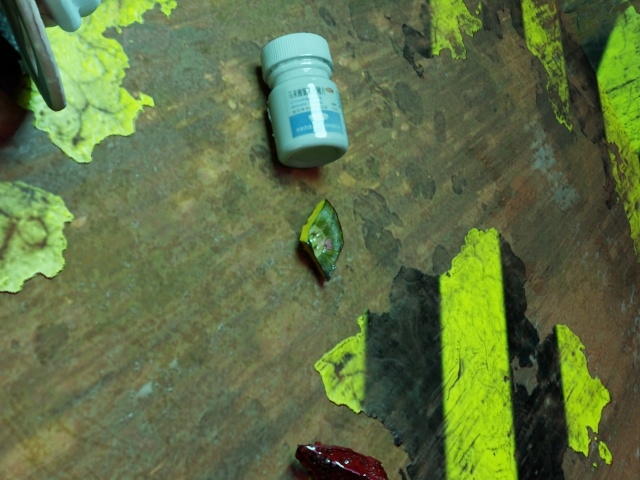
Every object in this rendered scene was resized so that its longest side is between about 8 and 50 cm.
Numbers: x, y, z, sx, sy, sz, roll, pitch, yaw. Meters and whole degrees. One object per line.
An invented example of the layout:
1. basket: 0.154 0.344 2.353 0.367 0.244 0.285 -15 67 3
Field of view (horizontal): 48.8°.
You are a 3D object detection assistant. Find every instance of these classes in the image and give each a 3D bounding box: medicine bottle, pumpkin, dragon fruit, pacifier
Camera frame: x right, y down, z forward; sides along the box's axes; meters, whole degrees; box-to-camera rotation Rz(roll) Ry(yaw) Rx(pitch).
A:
1. medicine bottle: -0.023 -0.196 1.002 0.105 0.105 0.168 2 71 -43
2. pumpkin: 0.001 0.000 0.994 0.073 0.035 0.101 54 40 -28
3. dragon fruit: 0.027 0.274 0.879 0.131 0.097 0.063 27 50 -10
4. pacifier: -0.335 -0.272 0.665 0.332 0.273 0.220 65 17 2
